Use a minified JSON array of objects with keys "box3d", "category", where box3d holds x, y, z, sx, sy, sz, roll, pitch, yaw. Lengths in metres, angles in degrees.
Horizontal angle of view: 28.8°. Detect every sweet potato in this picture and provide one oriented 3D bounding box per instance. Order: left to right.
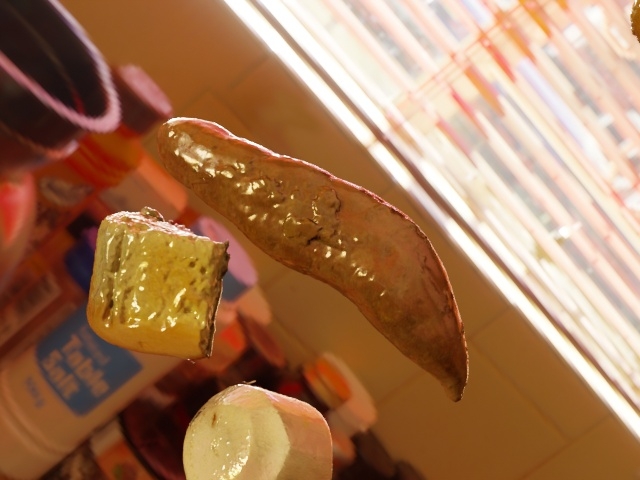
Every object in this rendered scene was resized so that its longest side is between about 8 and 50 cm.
[{"box3d":[0.010,-0.008,1.068,0.354,0.106,0.095,39,33,4],"category":"sweet potato"}]

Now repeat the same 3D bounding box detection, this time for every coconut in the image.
[{"box3d":[-0.064,0.253,1.453,0.183,0.171,0.171,27,27,-50],"category":"coconut"}]

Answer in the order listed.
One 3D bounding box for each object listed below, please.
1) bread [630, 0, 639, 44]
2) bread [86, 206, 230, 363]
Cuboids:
[{"box3d":[0.545,-0.285,1.683,0.253,0.227,0.142,52,52,-35],"category":"bread"},{"box3d":[-0.252,0.067,1.781,0.163,0.204,0.262,2,9,-37],"category":"bread"}]
